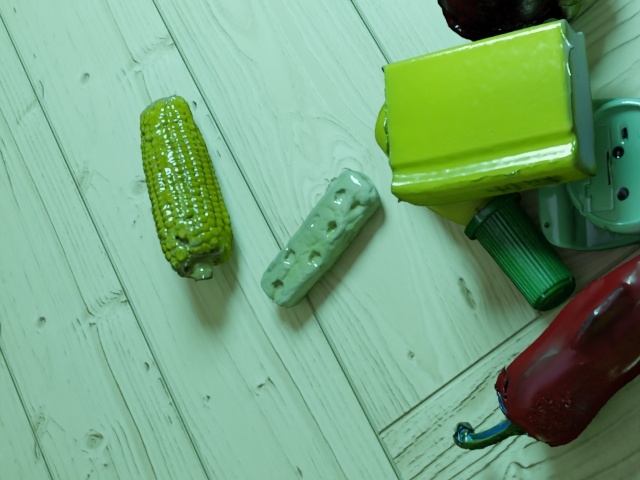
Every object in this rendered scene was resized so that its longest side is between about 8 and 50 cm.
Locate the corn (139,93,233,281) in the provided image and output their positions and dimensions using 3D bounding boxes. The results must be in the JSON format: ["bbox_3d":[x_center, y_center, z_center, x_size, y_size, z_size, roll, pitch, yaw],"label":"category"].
[{"bbox_3d":[-0.175,-0.066,1.712,0.097,0.097,0.261,-29,64,30],"label":"corn"}]

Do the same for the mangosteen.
[{"bbox_3d":[0.204,-0.294,1.428,0.180,0.166,0.166,-13,76,8],"label":"mangosteen"}]

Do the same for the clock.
[{"bbox_3d":[0.324,-0.077,1.366,0.211,0.066,0.159,-9,81,34],"label":"clock"}]

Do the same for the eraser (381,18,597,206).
[{"bbox_3d":[0.173,-0.127,1.392,0.226,0.069,0.157,-11,74,32],"label":"eraser"}]

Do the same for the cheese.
[{"bbox_3d":[0.000,0.000,1.607,0.194,0.043,0.065,-50,58,21],"label":"cheese"}]

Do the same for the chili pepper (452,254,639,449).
[{"bbox_3d":[0.283,0.109,1.358,0.387,0.110,0.110,-46,61,20],"label":"chili pepper"}]

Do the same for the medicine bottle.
[{"bbox_3d":[0.170,-0.051,1.468,0.111,0.076,0.309,-48,60,25],"label":"medicine bottle"}]
